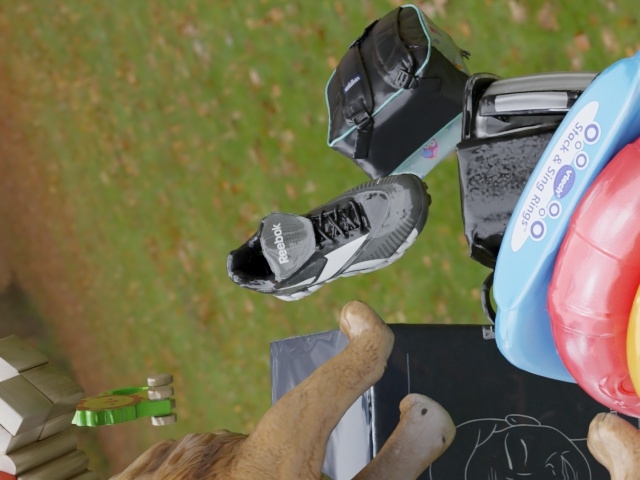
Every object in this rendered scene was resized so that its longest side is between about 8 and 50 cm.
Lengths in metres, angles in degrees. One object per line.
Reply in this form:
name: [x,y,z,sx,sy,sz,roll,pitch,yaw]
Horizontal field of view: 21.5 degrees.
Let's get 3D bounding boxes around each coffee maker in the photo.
coffee maker: [0.189,-0.034,1.062,0.178,0.120,0.171,-6,98,35]

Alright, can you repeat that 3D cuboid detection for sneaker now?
sneaker: [0.000,0.000,1.596,0.234,0.106,0.078,-27,70,39]

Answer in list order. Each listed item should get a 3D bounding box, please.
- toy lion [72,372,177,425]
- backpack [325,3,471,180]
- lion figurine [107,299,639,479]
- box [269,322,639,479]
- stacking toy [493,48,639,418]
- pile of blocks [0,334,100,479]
toy lion: [-0.178,0.147,1.505,0.100,0.096,0.034,-131,36,-82]
backpack: [0.090,-0.162,1.843,0.144,0.166,0.188,34,-158,-30]
lion figurine: [0.031,0.176,0.784,0.392,0.240,0.142,18,148,47]
box: [0.171,0.235,1.669,0.212,0.396,0.293,-15,74,61]
stacking toy: [0.209,0.060,0.626,0.175,0.166,0.302,-63,36,22]
pile of blocks: [-0.237,0.264,1.378,0.113,0.149,0.362,-19,-92,-59]
